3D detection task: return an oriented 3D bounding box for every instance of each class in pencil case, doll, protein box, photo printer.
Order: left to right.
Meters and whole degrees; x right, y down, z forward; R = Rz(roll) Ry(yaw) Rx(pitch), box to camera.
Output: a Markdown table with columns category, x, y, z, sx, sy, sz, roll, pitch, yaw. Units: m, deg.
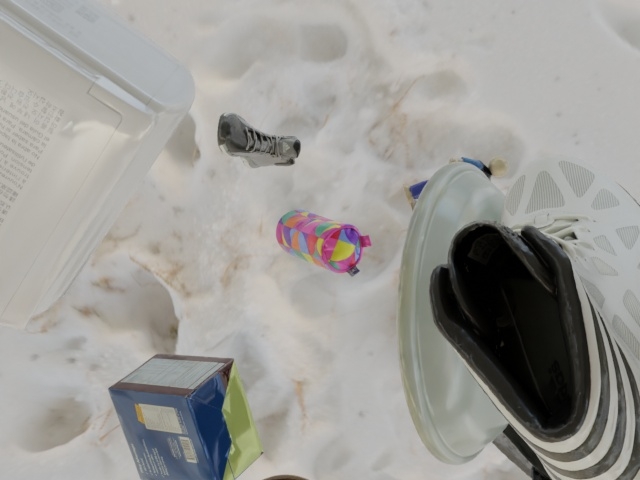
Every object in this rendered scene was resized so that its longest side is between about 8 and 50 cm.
| category | x | y | z | sx | sy | sz | roll | pitch | yaw |
| --- | --- | --- | --- | --- | --- | --- | --- | --- | --- |
| photo printer | -0.277 | -0.077 | 0.763 | 0.256 | 0.307 | 0.107 | 34 | 34 | -9 |
| protein box | -0.242 | 0.325 | 1.721 | 0.136 | 0.201 | 0.200 | -35 | 116 | -47 |
| pencil case | 0.000 | 0.000 | 1.861 | 0.104 | 0.236 | 0.104 | -6 | 103 | -27 |
| doll | 0.245 | -0.104 | 1.704 | 0.189 | 0.129 | 0.046 | -19 | 47 | 8 |

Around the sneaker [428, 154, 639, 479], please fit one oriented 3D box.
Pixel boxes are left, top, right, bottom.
| category | x | y | z | sx | sy | sz | roll | pitch | yaw |
| --- | --- | --- | --- | --- | --- | --- | --- | --- | --- |
| sneaker | 0.210 | 0.017 | 0.833 | 0.169 | 0.447 | 0.257 | -26 | 127 | 21 |

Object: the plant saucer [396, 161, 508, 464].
| category | x | y | z | sx | sy | sz | roll | pitch | yaw |
| --- | --- | --- | --- | --- | --- | --- | --- | --- | --- |
| plant saucer | 0.224 | 0.095 | 1.257 | 0.100 | 0.400 | 0.400 | 0 | 80 | 29 |

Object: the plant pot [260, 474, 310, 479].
| category | x | y | z | sx | sy | sz | roll | pitch | yaw |
| --- | --- | --- | --- | --- | --- | --- | --- | --- | --- |
| plant pot | -0.036 | 0.436 | 1.365 | 0.167 | 0.165 | 0.167 | -6 | 62 | 11 |

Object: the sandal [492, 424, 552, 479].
| category | x | y | z | sx | sy | sz | roll | pitch | yaw |
| --- | --- | --- | --- | --- | --- | --- | --- | --- | --- |
| sandal | 0.420 | 0.463 | 1.669 | 0.107 | 0.167 | 0.446 | -40 | 47 | -12 |

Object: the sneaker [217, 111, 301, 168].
| category | x | y | z | sx | sy | sz | roll | pitch | yaw |
| --- | --- | --- | --- | --- | --- | --- | --- | --- | --- |
| sneaker | -0.108 | -0.195 | 1.870 | 0.132 | 0.228 | 0.086 | 3 | 83 | 16 |
